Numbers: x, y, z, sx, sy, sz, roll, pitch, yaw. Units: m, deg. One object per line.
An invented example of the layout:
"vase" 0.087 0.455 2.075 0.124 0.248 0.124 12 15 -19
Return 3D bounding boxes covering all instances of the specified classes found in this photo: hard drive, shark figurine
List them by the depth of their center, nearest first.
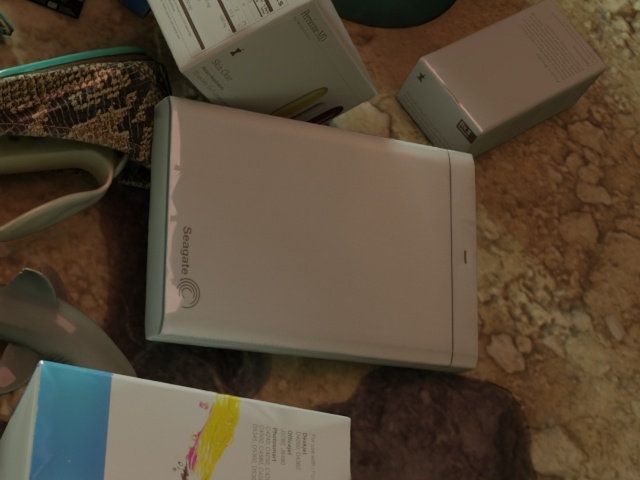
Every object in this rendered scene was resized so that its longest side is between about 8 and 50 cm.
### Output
"shark figurine" -0.296 0.066 1.361 0.278 0.116 0.166 3 57 -26
"hard drive" 0.000 0.000 1.518 0.353 0.047 0.233 8 74 -28

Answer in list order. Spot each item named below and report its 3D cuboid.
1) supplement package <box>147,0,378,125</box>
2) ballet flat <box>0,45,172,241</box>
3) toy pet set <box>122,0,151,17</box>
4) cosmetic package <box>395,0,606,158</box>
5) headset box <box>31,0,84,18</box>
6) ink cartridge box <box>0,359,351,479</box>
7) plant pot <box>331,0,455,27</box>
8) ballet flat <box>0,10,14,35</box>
"supplement package" -0.072 -0.237 1.545 0.145 0.262 0.204 -29 70 7
"ballet flat" -0.350 -0.082 1.415 0.483 0.164 0.182 -5 79 -30
"toy pet set" -0.215 -0.305 1.671 0.114 0.065 0.122 42 11 -6
"cosmetic package" 0.211 -0.185 1.776 0.231 0.085 0.117 -27 74 -33
"headset box" -0.276 -0.287 1.645 0.062 0.032 0.083 21 55 -12
"ink cartridge box" -0.131 0.248 1.265 0.270 0.198 0.197 12 55 -17
"plant pot" 0.089 -0.435 1.783 0.293 0.235 0.293 12 55 -18
"ballet flat" -0.362 -0.248 1.582 0.041 0.041 0.114 -28 74 -35
